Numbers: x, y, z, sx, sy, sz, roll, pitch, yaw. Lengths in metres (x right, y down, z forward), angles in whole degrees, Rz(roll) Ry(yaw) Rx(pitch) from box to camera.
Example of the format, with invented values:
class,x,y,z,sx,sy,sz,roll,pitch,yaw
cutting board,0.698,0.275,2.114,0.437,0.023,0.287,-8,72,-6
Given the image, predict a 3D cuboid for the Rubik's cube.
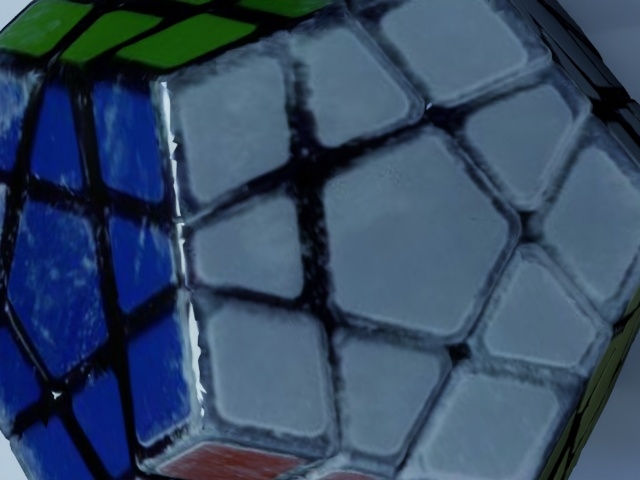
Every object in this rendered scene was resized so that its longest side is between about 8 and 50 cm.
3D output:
class,x,y,z,sx,sy,sz,roll,pitch,yaw
Rubik's cube,0.000,0.000,0.714,0.319,0.264,0.319,13,107,47
